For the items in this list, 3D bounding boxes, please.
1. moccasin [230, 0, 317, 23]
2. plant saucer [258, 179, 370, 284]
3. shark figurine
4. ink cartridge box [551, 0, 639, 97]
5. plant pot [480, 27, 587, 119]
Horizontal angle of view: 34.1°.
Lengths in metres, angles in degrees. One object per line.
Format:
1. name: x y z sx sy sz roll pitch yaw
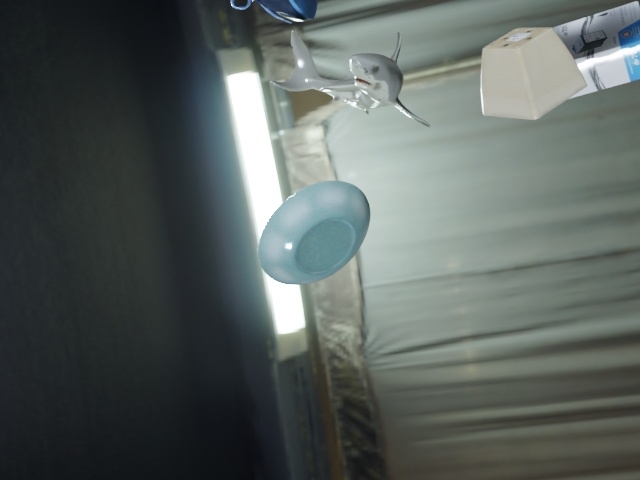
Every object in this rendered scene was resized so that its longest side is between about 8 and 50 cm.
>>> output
1. moccasin: -0.116 -0.455 1.657 0.342 0.116 0.138 37 -129 -57
2. plant saucer: 0.000 0.000 1.585 0.037 0.195 0.195 51 175 42
3. shark figurine: 0.061 -0.230 1.393 0.166 0.278 0.116 22 -92 -25
4. ink cartridge box: 0.485 -0.333 1.856 0.140 0.190 0.082 -80 -31 -49
5. plant pot: 0.285 -0.237 1.447 0.109 0.109 0.096 -33 -64 -24
